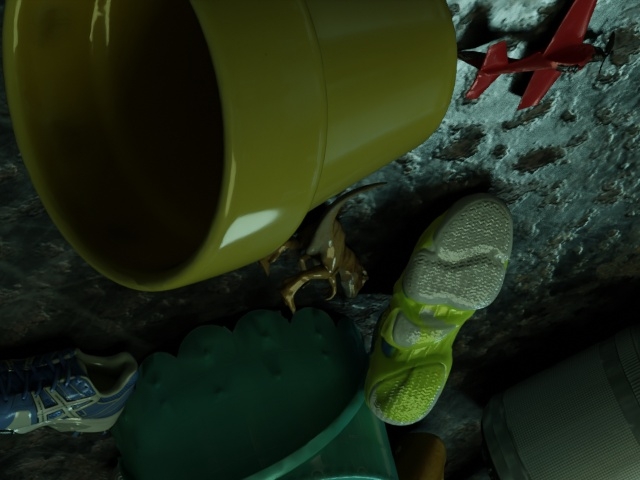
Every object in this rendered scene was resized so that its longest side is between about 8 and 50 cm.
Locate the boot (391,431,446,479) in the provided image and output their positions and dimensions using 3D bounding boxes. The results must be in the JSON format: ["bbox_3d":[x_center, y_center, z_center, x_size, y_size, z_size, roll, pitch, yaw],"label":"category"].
[{"bbox_3d":[0.080,0.303,1.964,0.104,0.211,0.295,30,163,-2],"label":"boot"}]

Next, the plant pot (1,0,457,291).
[{"bbox_3d":[-0.046,-0.115,1.200,0.239,0.254,0.254,-16,154,-38],"label":"plant pot"}]

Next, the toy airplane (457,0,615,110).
[{"bbox_3d":[0.177,-0.149,1.468,0.151,0.028,0.151,-15,148,-10],"label":"toy airplane"}]

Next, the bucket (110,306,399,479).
[{"bbox_3d":[-0.059,0.212,1.764,0.281,0.183,0.281,-16,149,-10],"label":"bucket"}]

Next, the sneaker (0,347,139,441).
[{"bbox_3d":[-0.257,0.130,1.632,0.211,0.080,0.081,0,139,-47],"label":"sneaker"}]

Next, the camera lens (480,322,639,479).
[{"bbox_3d":[0.330,0.222,1.973,0.274,0.219,0.219,-29,149,15],"label":"camera lens"}]

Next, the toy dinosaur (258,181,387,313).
[{"bbox_3d":[0.000,0.000,1.594,0.112,0.064,0.211,-35,161,-10],"label":"toy dinosaur"}]

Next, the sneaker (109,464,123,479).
[{"bbox_3d":[-0.142,0.320,1.965,0.268,0.101,0.153,36,161,-24],"label":"sneaker"}]

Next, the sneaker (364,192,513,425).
[{"bbox_3d":[0.100,0.051,1.702,0.091,0.126,0.240,24,103,-14],"label":"sneaker"}]
